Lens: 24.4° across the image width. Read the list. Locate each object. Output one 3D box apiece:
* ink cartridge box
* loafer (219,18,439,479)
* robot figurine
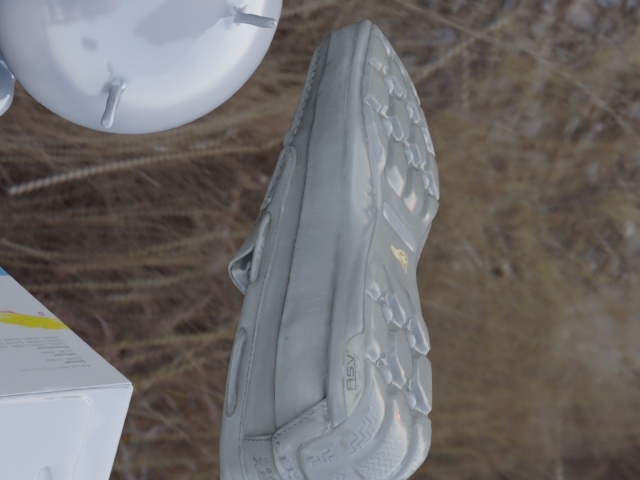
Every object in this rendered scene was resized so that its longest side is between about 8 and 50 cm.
[{"bbox_3d":[-0.328,0.152,1.266,0.197,0.270,0.198,0,114,-43],"label":"ink cartridge box"},{"bbox_3d":[0.000,0.000,0.821,0.111,0.319,0.112,-17,131,24],"label":"loafer"},{"bbox_3d":[-0.150,-0.210,1.036,0.300,0.353,0.200,-40,137,8],"label":"robot figurine"}]
